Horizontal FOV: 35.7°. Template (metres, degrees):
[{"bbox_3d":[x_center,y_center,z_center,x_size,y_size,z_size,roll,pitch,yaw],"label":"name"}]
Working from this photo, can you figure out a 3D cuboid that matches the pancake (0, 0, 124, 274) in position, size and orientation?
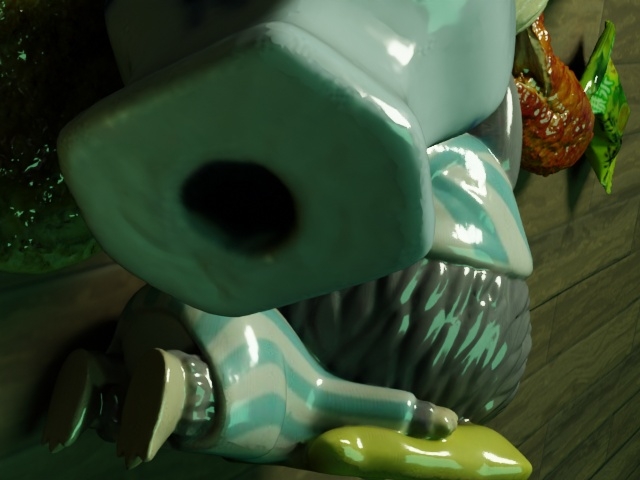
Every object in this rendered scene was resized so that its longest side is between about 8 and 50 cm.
[{"bbox_3d":[-0.168,-0.091,0.615,0.253,0.037,0.253,-28,126,-49],"label":"pancake"}]

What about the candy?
[{"bbox_3d":[0.401,-0.183,1.437,0.246,0.069,0.149,52,54,-47],"label":"candy"}]

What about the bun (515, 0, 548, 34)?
[{"bbox_3d":[0.203,-0.286,1.050,0.183,0.102,0.183,-35,134,-46],"label":"bun"}]

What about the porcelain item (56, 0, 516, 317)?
[{"bbox_3d":[0.004,-0.150,0.613,0.178,0.243,0.405,52,36,-29],"label":"porcelain item"}]

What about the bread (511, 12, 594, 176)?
[{"bbox_3d":[0.272,-0.164,1.216,0.139,0.095,0.269,-65,152,-11],"label":"bread"}]

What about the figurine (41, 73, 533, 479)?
[{"bbox_3d":[0.000,0.000,0.791,0.361,0.266,0.377,17,71,-41],"label":"figurine"}]
